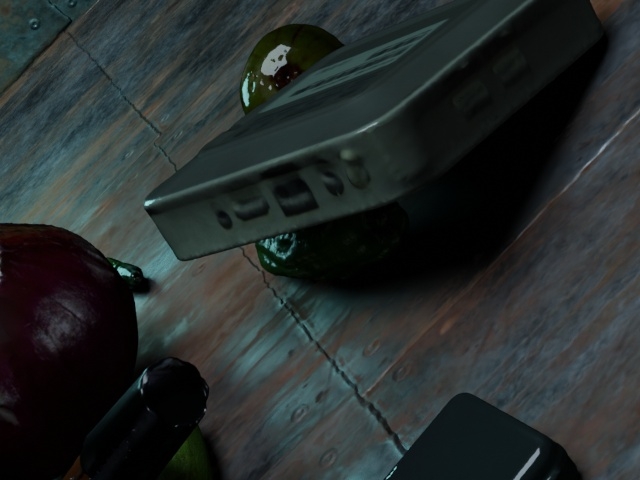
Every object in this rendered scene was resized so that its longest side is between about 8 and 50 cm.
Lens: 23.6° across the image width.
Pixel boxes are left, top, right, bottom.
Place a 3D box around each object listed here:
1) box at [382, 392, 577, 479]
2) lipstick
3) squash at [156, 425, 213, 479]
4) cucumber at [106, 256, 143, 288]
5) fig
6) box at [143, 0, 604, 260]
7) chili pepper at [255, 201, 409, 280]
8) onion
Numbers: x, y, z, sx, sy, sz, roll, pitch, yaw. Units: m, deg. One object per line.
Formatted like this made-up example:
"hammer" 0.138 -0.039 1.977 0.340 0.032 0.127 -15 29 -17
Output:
"box" 0.083 0.230 1.179 0.230 0.050 0.160 -49 24 -8
"lipstick" -0.211 0.234 1.477 0.418 0.077 0.077 -50 14 48
"squash" -0.147 0.225 1.528 0.077 0.068 0.219 -51 24 10
"cucumber" -0.261 0.046 2.025 0.037 0.037 0.155 -51 23 -12
"fig" -0.018 -0.196 1.961 0.151 0.151 0.259 -43 -3 7
"box" 0.051 -0.132 1.591 0.396 0.111 0.396 -16 18 47
"chili pepper" 0.001 -0.001 1.635 0.099 0.083 0.253 -53 21 -21
"onion" -0.341 0.131 1.746 0.260 0.282 0.337 16 46 40
